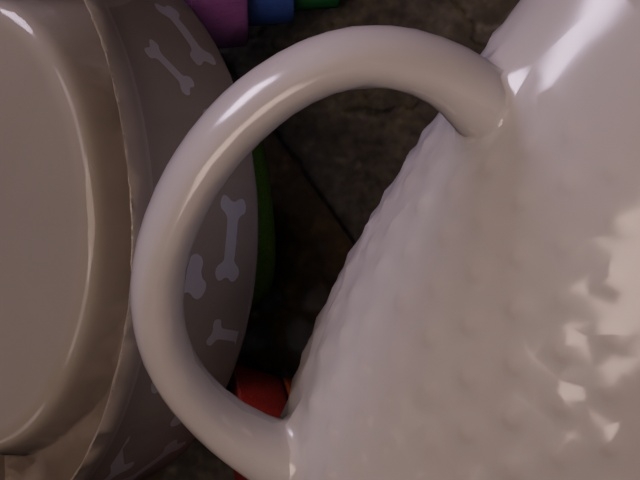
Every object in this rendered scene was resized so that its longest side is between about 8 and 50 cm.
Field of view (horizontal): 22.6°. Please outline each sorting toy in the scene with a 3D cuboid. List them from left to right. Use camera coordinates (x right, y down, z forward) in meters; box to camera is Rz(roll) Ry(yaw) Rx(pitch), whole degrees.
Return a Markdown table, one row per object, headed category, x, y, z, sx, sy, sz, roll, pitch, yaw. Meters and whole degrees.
| category | x | y | z | sx | sy | sz | roll | pitch | yaw |
| --- | --- | --- | --- | --- | --- | --- | --- | --- | --- |
| sorting toy | 0.000 | 0.000 | 0.921 | 0.126 | 0.127 | 0.365 | -6 | 83 | -8 |

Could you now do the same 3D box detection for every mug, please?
| category | x | y | z | sx | sy | sz | roll | pitch | yaw |
| --- | --- | --- | --- | --- | --- | --- | --- | --- | --- |
| mug | 0.092 | 0.049 | 0.738 | 0.374 | 0.276 | 0.328 | 29 | 106 | -22 |

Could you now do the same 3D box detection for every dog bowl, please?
| category | x | y | z | sx | sy | sz | roll | pitch | yaw |
| --- | --- | --- | --- | --- | --- | --- | --- | --- | --- |
| dog bowl | -0.168 | -0.009 | 0.906 | 0.349 | 0.102 | 0.349 | 0 | 90 | 48 |
